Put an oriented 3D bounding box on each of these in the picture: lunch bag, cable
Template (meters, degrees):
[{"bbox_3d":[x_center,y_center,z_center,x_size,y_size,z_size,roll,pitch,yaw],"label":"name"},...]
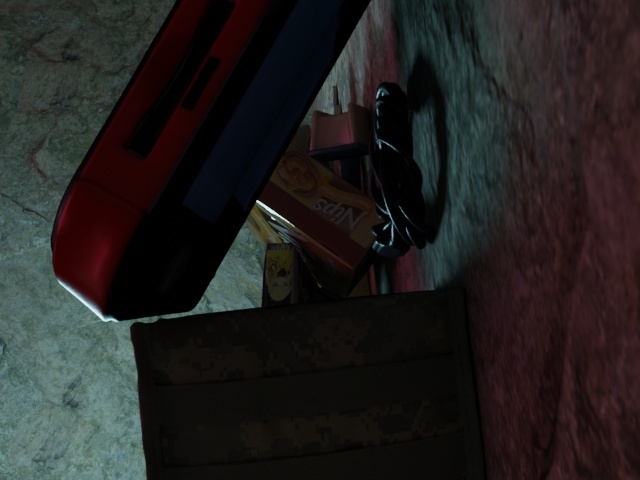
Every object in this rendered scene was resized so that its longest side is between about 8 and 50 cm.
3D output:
[{"bbox_3d":[-0.006,0.188,0.548,0.169,0.236,0.286,133,132,-84],"label":"lunch bag"},{"bbox_3d":[0.069,-0.064,0.651,0.184,0.047,0.150,78,-169,-81],"label":"cable"}]

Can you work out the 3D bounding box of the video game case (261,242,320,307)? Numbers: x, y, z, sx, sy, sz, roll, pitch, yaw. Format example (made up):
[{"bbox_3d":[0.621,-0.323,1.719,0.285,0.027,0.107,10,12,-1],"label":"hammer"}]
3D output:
[{"bbox_3d":[-0.036,0.135,0.994,0.232,0.042,0.210,65,-155,-70],"label":"video game case"}]

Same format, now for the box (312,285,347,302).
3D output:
[{"bbox_3d":[0.050,0.178,0.991,0.164,0.021,0.201,23,124,50],"label":"box"}]

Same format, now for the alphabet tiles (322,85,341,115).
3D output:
[{"bbox_3d":[0.013,-0.186,1.646,0.284,0.021,0.277,123,148,-74],"label":"alphabet tiles"}]

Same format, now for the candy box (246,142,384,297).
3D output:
[{"bbox_3d":[-0.013,-0.018,1.016,0.087,0.183,0.316,-53,-7,-11],"label":"candy box"}]

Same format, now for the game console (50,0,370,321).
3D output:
[{"bbox_3d":[-0.037,-0.116,0.553,0.386,0.060,0.342,-60,-6,-4],"label":"game console"}]

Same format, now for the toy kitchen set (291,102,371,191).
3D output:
[{"bbox_3d":[0.039,-0.109,1.081,0.207,0.166,0.122,5,-98,-55],"label":"toy kitchen set"}]

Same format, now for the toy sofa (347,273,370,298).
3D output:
[{"bbox_3d":[0.000,0.000,1.298,0.177,0.150,0.362,96,169,-76],"label":"toy sofa"}]
